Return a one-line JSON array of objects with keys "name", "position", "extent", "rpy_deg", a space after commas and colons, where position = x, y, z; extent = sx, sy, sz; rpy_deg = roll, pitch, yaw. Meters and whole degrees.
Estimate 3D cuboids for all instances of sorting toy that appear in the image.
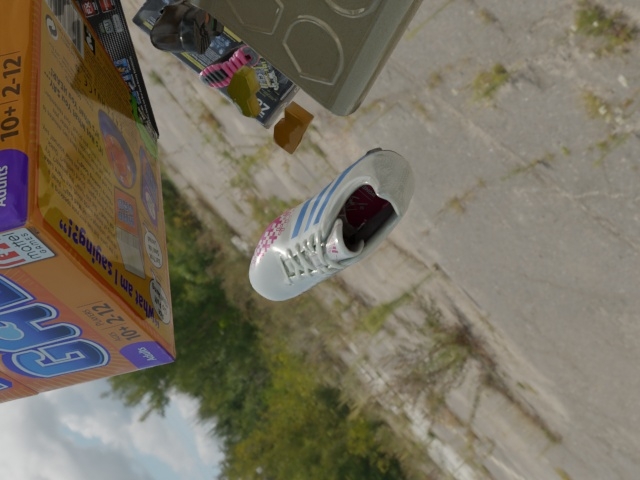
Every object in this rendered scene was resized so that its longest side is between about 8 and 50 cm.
[{"name": "sorting toy", "position": [-0.035, -0.235, 0.800], "extent": [0.229, 0.041, 0.307], "rpy_deg": [36, 144, 1]}]

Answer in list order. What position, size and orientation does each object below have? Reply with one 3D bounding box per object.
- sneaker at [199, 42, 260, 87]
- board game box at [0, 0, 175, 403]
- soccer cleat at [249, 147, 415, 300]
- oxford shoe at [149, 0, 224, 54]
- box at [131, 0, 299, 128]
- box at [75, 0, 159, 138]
[{"name": "sneaker", "position": [-0.159, -0.312, 1.316], "extent": [0.047, 0.119, 0.057], "rpy_deg": [54, -161, -38]}, {"name": "board game box", "position": [-0.404, -0.043, 0.855], "extent": [0.356, 0.356, 0.356], "rpy_deg": [70, -173, -60]}, {"name": "soccer cleat", "position": [0.000, 0.000, 1.071], "extent": [0.116, 0.331, 0.143], "rpy_deg": [37, -149, -17]}, {"name": "oxford shoe", "position": [-0.208, -0.351, 1.176], "extent": [0.227, 0.096, 0.083], "rpy_deg": [-71, -21, -61]}, {"name": "box", "position": [-0.181, -0.501, 1.728], "extent": [0.395, 0.318, 0.097], "rpy_deg": [38, -179, 2]}, {"name": "box", "position": [-0.396, -0.257, 1.190], "extent": [0.060, 0.216, 0.270], "rpy_deg": [44, 150, 52]}]
